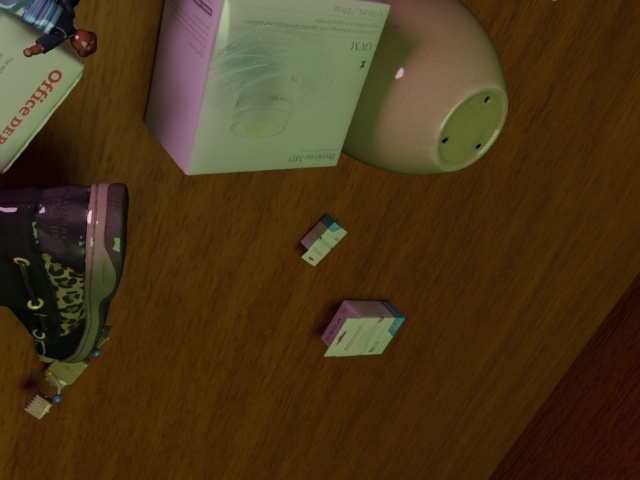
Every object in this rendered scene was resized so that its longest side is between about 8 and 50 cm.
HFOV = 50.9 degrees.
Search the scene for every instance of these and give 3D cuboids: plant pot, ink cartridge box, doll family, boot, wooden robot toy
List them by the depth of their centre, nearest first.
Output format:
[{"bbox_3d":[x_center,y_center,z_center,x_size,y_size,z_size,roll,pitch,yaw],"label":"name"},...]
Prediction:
[{"bbox_3d":[-0.238,-0.254,0.619,0.111,0.076,0.192,35,77,-47],"label":"doll family"},{"bbox_3d":[-0.357,-0.174,0.623,0.154,0.093,0.212,-48,142,8],"label":"ink cartridge box"},{"bbox_3d":[-0.384,0.038,0.758,0.284,0.138,0.377,6,154,-24],"label":"boot"},{"bbox_3d":[0.157,-0.205,0.975,0.284,0.191,0.284,-25,139,-23],"label":"plant pot"},{"bbox_3d":[-0.383,0.170,0.980,0.079,0.076,0.173,40,98,-17],"label":"wooden robot toy"},{"bbox_3d":[0.000,0.000,1.166,0.083,0.028,0.048,-46,143,4],"label":"ink cartridge box"},{"bbox_3d":[0.076,0.179,1.381,0.181,0.061,0.104,7,121,-46],"label":"ink cartridge box"}]

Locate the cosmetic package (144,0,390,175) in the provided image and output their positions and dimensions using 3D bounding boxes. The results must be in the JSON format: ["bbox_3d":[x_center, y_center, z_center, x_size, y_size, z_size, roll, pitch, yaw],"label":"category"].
[{"bbox_3d":[-0.069,-0.210,0.812,0.224,0.138,0.224,-9,133,-36],"label":"cosmetic package"}]
